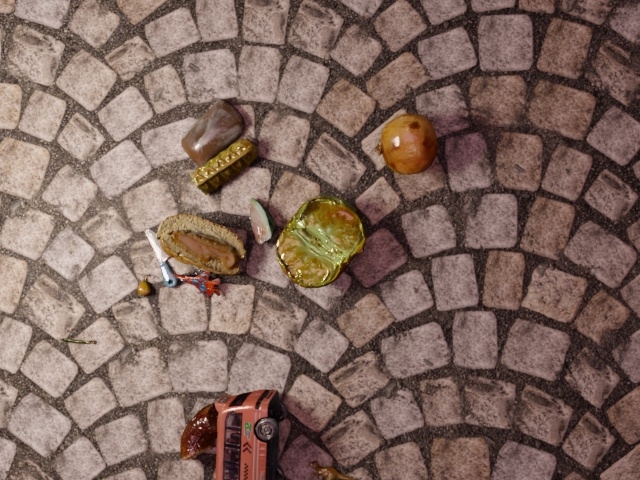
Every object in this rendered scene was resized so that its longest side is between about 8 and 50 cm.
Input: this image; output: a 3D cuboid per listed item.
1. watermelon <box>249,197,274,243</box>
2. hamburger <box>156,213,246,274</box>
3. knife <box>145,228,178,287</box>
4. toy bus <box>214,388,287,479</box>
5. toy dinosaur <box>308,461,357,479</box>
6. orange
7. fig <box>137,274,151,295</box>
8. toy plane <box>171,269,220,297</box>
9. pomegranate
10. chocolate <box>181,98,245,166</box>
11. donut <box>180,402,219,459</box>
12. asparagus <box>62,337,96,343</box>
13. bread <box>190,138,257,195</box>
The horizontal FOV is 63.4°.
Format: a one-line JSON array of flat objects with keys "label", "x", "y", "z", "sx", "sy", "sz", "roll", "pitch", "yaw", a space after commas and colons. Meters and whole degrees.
[{"label": "watermelon", "x": -0.218, "y": -0.074, "z": 1.915, "sx": 0.094, "sy": 0.081, "sz": 0.180, "roll": -17, "pitch": 71, "yaw": 18}, {"label": "hamburger", "x": -0.449, "y": 0.009, "z": 1.860, "sx": 0.330, "sy": 0.209, "sz": 0.162, "roll": 23, "pitch": 79, "yaw": -33}, {"label": "knife", "x": -0.592, "y": 0.061, "z": 1.948, "sx": 0.058, "sy": 0.032, "sz": 0.244, "roll": -22, "pitch": 83, "yaw": 3}, {"label": "toy bus", "x": -0.250, "y": 0.750, "z": 1.827, "sx": 0.233, "sy": 0.203, "sz": 0.426, "roll": 2, "pitch": 91, "yaw": 7}, {"label": "toy dinosaur", "x": 0.049, "y": 0.848, "z": 1.890, "sx": 0.162, "sy": 0.039, "sz": 0.126, "roll": -21, "pitch": 86, "yaw": 0}, {"label": "orange", "x": -0.002, "y": 0.000, "z": 1.839, "sx": 0.263, "sy": 0.196, "sz": 0.334, "roll": 32, "pitch": 94, "yaw": -12}, {"label": "fig", "x": -0.656, "y": 0.167, "z": 1.938, "sx": 0.050, "sy": 0.050, "sz": 0.083, "roll": 3, "pitch": 69, "yaw": 3}, {"label": "toy plane", "x": -0.457, "y": 0.147, "z": 1.914, "sx": 0.189, "sy": 0.061, "sz": 0.130, "roll": 20, "pitch": 129, "yaw": 13}, {"label": "pomegranate", "x": 0.302, "y": -0.337, "z": 1.825, "sx": 0.215, "sy": 0.215, "sz": 0.215, "roll": 0, "pitch": 88, "yaw": 2}, {"label": "chocolate", "x": -0.403, "y": -0.403, "z": 1.922, "sx": 0.254, "sy": 0.080, "sz": 0.157, "roll": -44, "pitch": 87, "yaw": 1}, {"label": "donut", "x": -0.443, "y": 0.702, "z": 1.877, "sx": 0.187, "sy": 0.126, "sz": 0.144, "roll": -32, "pitch": 80, "yaw": 1}, {"label": "asparagus", "x": -0.910, "y": 0.380, "z": 1.954, "sx": 0.127, "sy": 0.015, "sz": 0.018, "roll": 4, "pitch": 90, "yaw": 2}, {"label": "bread", "x": -0.351, "y": -0.277, "z": 1.913, "sx": 0.269, "sy": 0.087, "sz": 0.098, "roll": -35, "pitch": 86, "yaw": 2}]
